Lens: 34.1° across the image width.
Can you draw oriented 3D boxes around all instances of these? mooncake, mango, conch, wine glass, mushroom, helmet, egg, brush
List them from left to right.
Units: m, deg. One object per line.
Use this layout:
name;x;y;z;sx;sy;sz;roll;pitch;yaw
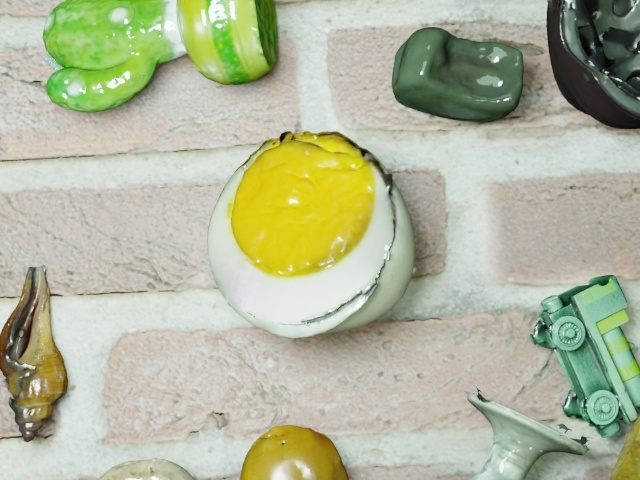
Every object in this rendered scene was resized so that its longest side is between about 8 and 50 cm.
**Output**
conch;-0.393;0.153;1.406;0.080;0.086;0.232;-36;66;39
brush;-0.354;-0.237;1.466;0.083;0.019;0.021;39;96;4
mushroom;-0.229;0.364;1.357;0.166;0.127;0.166;0;79;-2
mango;-0.031;0.363;1.341;0.156;0.151;0.248;6;80;-33
egg;-0.002;0.004;1.372;0.286;0.174;0.264;38;89;30
mooncake;0.181;-0.221;1.383;0.168;0.175;0.104;12;89;43
wine glass;0.194;0.376;1.324;0.190;0.190;0.357;29;82;3
helmet;0.403;-0.285;1.381;0.225;0.177;0.305;-3;78;-5

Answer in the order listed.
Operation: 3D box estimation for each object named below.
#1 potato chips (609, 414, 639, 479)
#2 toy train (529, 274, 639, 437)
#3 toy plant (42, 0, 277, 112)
potato chips;0.364;0.344;1.252;0.057;0.080;0.407;28;51;5
toy train;0.369;0.155;1.389;0.132;0.083;0.200;-25;93;-13
toy plant;-0.225;-0.292;1.400;0.316;0.184;0.224;-7;72;8
